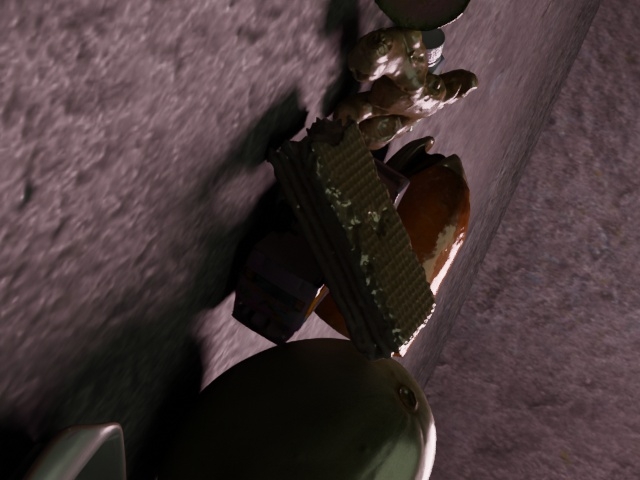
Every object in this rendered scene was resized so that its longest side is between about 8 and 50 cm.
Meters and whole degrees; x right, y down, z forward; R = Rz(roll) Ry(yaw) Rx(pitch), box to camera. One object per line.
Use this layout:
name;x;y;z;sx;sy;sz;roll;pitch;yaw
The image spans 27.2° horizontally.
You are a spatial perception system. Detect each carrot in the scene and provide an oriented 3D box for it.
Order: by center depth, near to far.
carrot;0.101;0.014;1.585;0.225;0.159;0.159;-53;169;10

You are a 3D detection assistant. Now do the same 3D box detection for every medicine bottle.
medicine bottle;0.108;-0.193;1.533;0.074;0.055;0.118;-50;161;-40

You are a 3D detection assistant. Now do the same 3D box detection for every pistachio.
pistachio;0.113;-0.020;1.716;0.153;0.137;0.238;-9;126;-54

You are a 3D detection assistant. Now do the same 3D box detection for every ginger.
ginger;0.071;-0.152;1.383;0.149;0.065;0.258;-37;164;15

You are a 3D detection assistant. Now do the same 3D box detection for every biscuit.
biscuit;0.034;-0.005;1.296;0.061;0.239;0.108;-18;-166;33

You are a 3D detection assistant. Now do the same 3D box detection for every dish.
dish;-0.218;0.220;1.029;0.154;0.064;0.234;-54;165;-35

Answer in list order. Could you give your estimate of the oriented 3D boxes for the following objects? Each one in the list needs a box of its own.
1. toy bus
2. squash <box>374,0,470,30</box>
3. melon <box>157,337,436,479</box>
toy bus;0.001;0.000;1.415;0.274;0.090;0.112;-46;164;-55
squash;0.106;-0.275;1.330;0.132;0.105;0.105;-73;-177;-68
melon;-0.027;0.236;1.372;0.308;0.272;0.272;-28;163;-3
